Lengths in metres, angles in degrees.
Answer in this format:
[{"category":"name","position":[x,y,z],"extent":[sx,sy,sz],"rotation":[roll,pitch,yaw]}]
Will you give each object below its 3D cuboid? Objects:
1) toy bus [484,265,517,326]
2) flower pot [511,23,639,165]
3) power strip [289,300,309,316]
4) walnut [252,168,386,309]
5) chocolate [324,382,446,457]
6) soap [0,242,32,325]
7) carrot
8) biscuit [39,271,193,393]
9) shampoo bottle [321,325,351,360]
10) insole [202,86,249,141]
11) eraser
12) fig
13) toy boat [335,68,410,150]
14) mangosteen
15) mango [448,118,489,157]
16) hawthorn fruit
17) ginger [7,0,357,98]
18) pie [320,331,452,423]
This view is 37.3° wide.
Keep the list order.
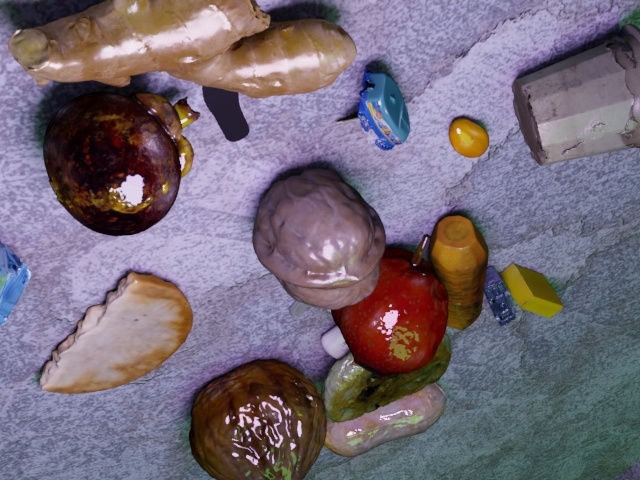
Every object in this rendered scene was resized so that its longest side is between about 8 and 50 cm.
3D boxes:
[{"category":"toy bus","position":[0.371,0.119,1.992],"extent":[0.047,0.065,0.166],"rotation":[-29,143,3]},{"category":"flower pot","position":[0.423,-0.210,1.500],"extent":[0.202,0.212,0.212],"rotation":[-18,145,2]},{"category":"power strip","position":[-0.031,0.114,1.775],"extent":[0.027,0.017,0.083],"rotation":[12,130,-40]},{"category":"walnut","position":[0.000,0.000,1.476],"extent":[0.224,0.224,0.224],"rotation":[-17,144,-13]},{"category":"chocolate","position":[0.145,0.399,2.153],"extent":[0.309,0.134,0.134],"rotation":[-17,144,-12]},{"category":"soap","position":[-0.561,0.059,1.320],"extent":[0.293,0.077,0.156],"rotation":[9,132,-40]},{"category":"carrot","position":[0.266,0.064,1.817],"extent":[0.114,0.114,0.302],"rotation":[-23,147,-5]},{"category":"biscuit","position":[-0.332,0.167,1.633],"extent":[0.204,0.040,0.309],"rotation":[17,127,-44]},{"category":"shampoo bottle","position":[0.108,0.160,1.891],"extent":[0.221,0.051,0.108],"rotation":[-38,140,15]},{"category":"insole","position":[-0.132,-0.190,1.336],"extent":[0.053,0.002,0.153],"rotation":[-25,145,-2]},{"category":"eraser","position":[0.443,0.105,1.993],"extent":[0.122,0.097,0.045],"rotation":[20,125,-44]},{"category":"fig","position":[-0.081,0.421,1.848],"extent":[0.286,0.369,0.286],"rotation":[-25,144,-20]},{"category":"toy boat","position":[0.074,-0.185,1.423],"extent":[0.110,0.091,0.175],"rotation":[-1,156,24]},{"category":"mangosteen","position":[-0.244,-0.111,1.225],"extent":[0.217,0.192,0.192],"rotation":[-32,150,-28]},{"category":"mango","position":[0.242,-0.171,1.563],"extent":[0.060,0.046,0.089],"rotation":[-38,131,13]},{"category":"hawthorn fruit","position":[0.133,0.105,1.702],"extent":[0.210,0.230,0.266],"rotation":[13,118,-9]},{"category":"ginger","position":[-0.160,-0.253,1.163],"extent":[0.348,0.122,0.363],"rotation":[-29,151,7]},{"category":"pie","position":[0.142,0.274,1.974],"extent":[0.323,0.071,0.323],"rotation":[-21,148,-14]}]
